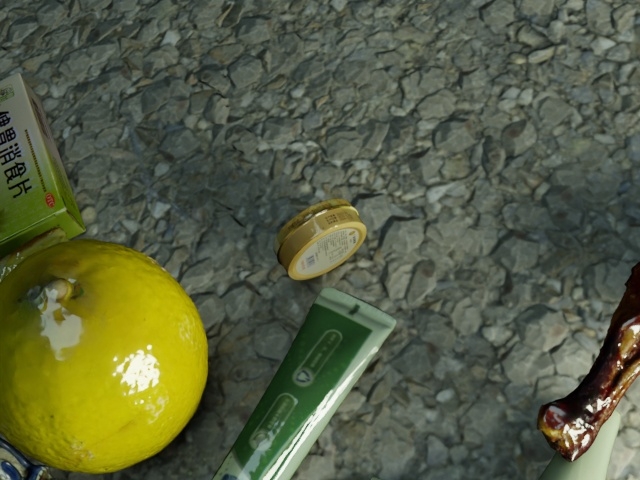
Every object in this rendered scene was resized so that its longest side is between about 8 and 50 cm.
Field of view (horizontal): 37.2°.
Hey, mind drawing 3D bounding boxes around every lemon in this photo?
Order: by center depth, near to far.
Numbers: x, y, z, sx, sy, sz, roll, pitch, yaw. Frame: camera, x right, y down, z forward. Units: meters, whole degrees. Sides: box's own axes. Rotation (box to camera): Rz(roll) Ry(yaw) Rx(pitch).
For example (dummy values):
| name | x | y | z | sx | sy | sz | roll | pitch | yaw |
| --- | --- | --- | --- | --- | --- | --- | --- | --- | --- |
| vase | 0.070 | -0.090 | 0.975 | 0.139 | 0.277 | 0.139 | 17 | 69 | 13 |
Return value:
| name | x | y | z | sx | sy | sz | roll | pitch | yaw |
| --- | --- | --- | --- | --- | --- | --- | --- | --- | --- |
| lemon | -0.244 | 0.112 | 0.994 | 0.240 | 0.219 | 0.241 | -6 | 56 | 9 |

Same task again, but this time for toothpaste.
| name | x | y | z | sx | sy | sz | roll | pitch | yaw |
| --- | --- | --- | --- | --- | --- | --- | --- | --- | --- |
| toothpaste | -0.057 | 0.219 | 0.978 | 0.098 | 0.061 | 0.392 | 24 | 67 | 26 |

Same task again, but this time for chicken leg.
| name | x | y | z | sx | sy | sz | roll | pitch | yaw |
| --- | --- | --- | --- | --- | --- | --- | --- | --- | --- |
| chicken leg | 0.367 | 0.074 | 0.914 | 0.406 | 0.096 | 0.158 | -26 | 47 | -8 |

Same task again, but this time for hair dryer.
| name | x | y | z | sx | sy | sz | roll | pitch | yaw |
| --- | --- | --- | --- | --- | --- | --- | --- | --- | --- |
| hair dryer | 0.192 | 0.227 | 0.911 | 0.219 | 0.088 | 0.225 | -40 | 44 | -17 |

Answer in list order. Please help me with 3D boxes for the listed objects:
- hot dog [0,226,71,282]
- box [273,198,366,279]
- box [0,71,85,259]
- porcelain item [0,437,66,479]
| name | x | y | z | sx | sy | sz | roll | pitch | yaw |
| --- | --- | --- | --- | --- | --- | --- | --- | --- | --- |
| hot dog | -0.387 | 0.085 | 1.108 | 0.261 | 0.123 | 0.093 | -33 | 93 | 14 |
| box | 0.000 | 0.000 | 1.058 | 0.105 | 0.105 | 0.037 | -31 | 66 | -3 |
| box | -0.429 | -0.081 | 1.244 | 0.175 | 0.062 | 0.261 | -27 | 57 | -1 |
| porcelain item | -0.380 | 0.341 | 0.964 | 0.186 | 0.138 | 0.288 | 22 | 63 | 6 |
